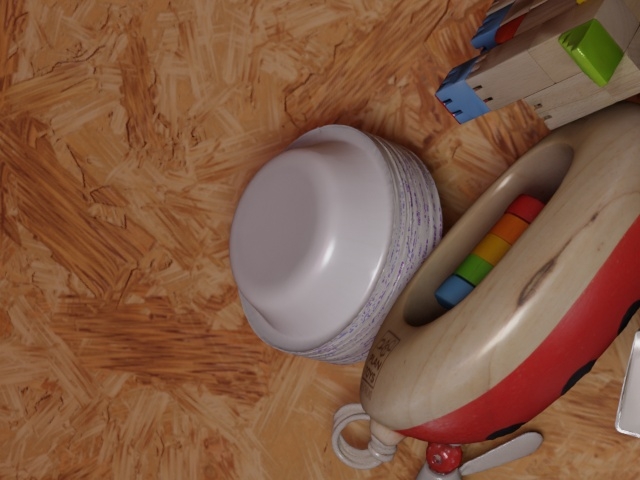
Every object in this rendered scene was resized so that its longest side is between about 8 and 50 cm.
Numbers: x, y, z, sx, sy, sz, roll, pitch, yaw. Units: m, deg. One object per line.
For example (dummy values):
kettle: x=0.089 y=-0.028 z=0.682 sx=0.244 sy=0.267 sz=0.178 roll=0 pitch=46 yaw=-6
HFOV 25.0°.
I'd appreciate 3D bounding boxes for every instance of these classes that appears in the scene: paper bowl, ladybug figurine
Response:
paper bowl: x=0.000 y=0.000 z=1.741 sx=0.284 sy=0.148 sz=0.284 roll=-19 pitch=63 yaw=43
ladybug figurine: x=0.222 y=0.053 z=1.538 sx=0.162 sy=0.305 sz=0.449 roll=42 pitch=89 yaw=-13

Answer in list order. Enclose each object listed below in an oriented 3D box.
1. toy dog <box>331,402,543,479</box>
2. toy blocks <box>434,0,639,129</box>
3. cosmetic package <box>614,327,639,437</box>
toy dog: x=0.182 y=0.188 z=1.784 sx=0.220 sy=0.161 sz=0.334 roll=41 pitch=125 yaw=9
toy blocks: x=0.284 y=-0.251 z=1.585 sx=0.191 sy=0.381 sz=0.261 roll=46 pitch=144 yaw=-17
cosmetic package: x=0.433 y=0.137 z=1.561 sx=0.160 sy=0.309 sz=0.113 roll=13 pitch=102 yaw=20
